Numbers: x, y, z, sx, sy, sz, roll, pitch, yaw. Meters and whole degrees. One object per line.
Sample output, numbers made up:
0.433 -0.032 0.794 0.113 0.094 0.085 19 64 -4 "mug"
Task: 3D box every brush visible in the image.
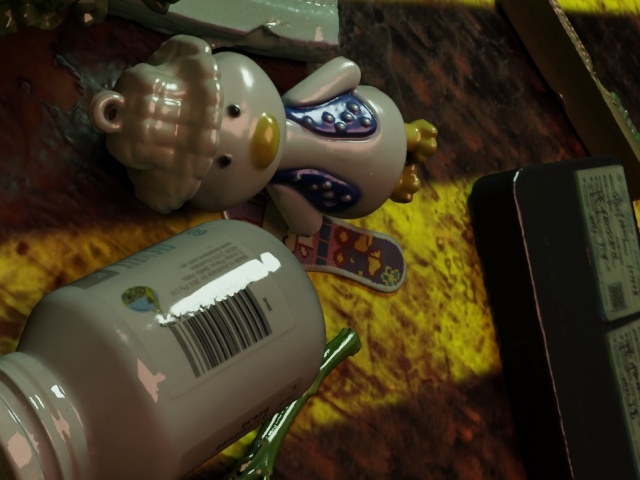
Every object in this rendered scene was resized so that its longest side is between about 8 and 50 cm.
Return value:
0.283 -0.159 1.010 0.282 0.054 0.048 52 44 -20 "brush"

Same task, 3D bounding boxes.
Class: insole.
0.000 0.000 0.772 0.197 0.004 0.065 22 67 -35 "insole"

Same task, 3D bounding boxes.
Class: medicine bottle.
-0.111 0.081 0.576 0.215 0.135 0.135 -27 99 -40 "medicine bottle"

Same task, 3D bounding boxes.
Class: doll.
-0.031 -0.073 0.686 0.293 0.119 0.138 6 108 -40 "doll"

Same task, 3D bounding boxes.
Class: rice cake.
-0.082 -0.209 0.718 0.237 0.043 0.127 8 76 -37 "rice cake"

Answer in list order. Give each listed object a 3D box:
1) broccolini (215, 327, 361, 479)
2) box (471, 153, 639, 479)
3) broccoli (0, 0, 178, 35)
-0.034 0.147 0.695 0.054 0.051 0.239 51 47 -13 "broccolini"
0.263 0.093 0.941 0.211 0.058 0.350 -10 88 -43 "box"
-0.163 -0.285 0.489 0.334 0.272 0.324 -54 165 -72 "broccoli"
